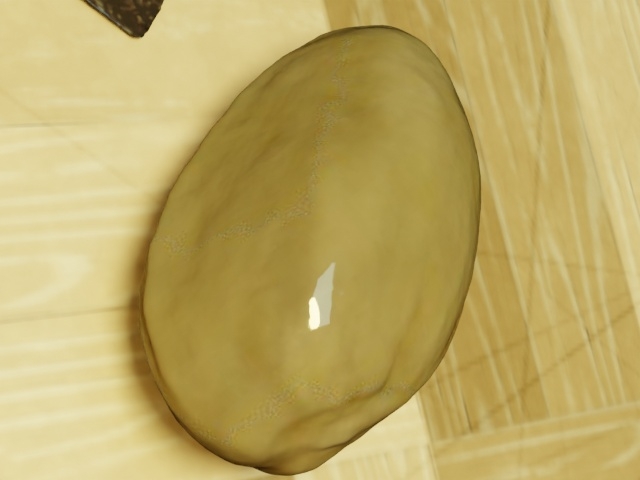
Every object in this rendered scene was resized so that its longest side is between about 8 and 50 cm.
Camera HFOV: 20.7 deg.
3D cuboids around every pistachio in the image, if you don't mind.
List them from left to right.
[{"bbox_3d":[0.000,0.000,0.755,0.136,0.136,0.226,37,49,-22],"label":"pistachio"}]

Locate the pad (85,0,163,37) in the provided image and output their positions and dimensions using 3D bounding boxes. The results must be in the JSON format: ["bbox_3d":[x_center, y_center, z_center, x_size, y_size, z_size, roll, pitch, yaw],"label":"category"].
[{"bbox_3d":[-0.170,-0.264,0.788,0.330,0.004,0.220,36,56,-22],"label":"pad"}]
